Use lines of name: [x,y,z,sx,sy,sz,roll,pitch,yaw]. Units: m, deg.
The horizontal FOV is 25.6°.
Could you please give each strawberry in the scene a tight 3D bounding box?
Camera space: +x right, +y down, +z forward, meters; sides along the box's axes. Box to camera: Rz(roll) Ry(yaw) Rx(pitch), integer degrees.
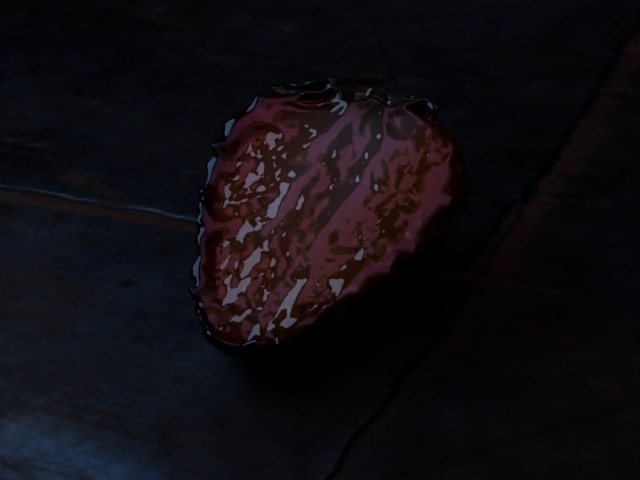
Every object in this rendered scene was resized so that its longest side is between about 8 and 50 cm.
strawberry: [0.000,0.000,1.004,0.190,0.111,0.236,22,65,21]
